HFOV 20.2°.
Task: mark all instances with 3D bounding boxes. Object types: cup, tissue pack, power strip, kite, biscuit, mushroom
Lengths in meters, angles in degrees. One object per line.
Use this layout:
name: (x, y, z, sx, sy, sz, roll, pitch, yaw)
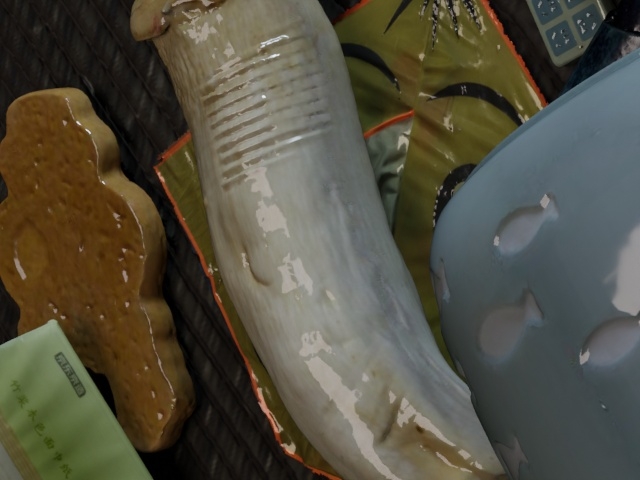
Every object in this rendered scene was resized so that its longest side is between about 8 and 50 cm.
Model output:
cup: (0.186, 0.074, 0.791, 0.274, 0.259, 0.357, 63, 156, 12)
tissue pack: (-0.183, 0.191, 1.122, 0.159, 0.125, 0.234, -32, 89, 42)
power strip: (0.123, -0.133, 0.922, 0.040, 0.016, 0.090, -29, 81, 38)
kite: (0.045, -0.007, 1.008, 0.377, 0.013, 0.327, 20, 109, 34)
biscuit: (-0.152, 0.020, 1.148, 0.144, 0.040, 0.236, -7, 94, 33)
mushroom: (0.000, 0.000, 0.977, 0.122, 0.095, 0.351, -31, 78, 25)

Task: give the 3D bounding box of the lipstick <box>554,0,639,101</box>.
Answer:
lipstick: (0.186, -0.140, 0.850, 0.053, 0.053, 0.234, 42, 120, 24)
